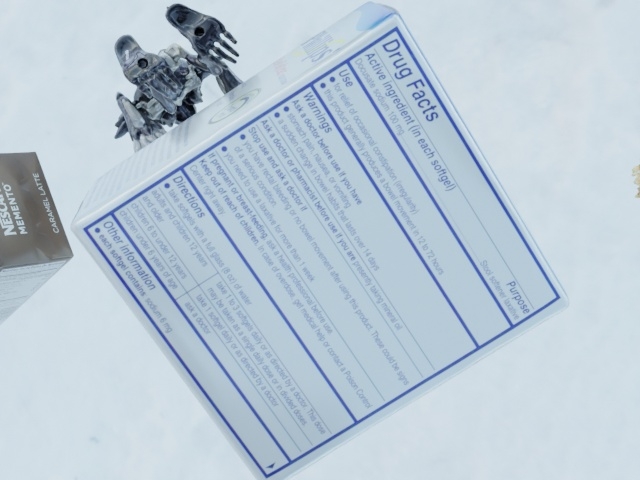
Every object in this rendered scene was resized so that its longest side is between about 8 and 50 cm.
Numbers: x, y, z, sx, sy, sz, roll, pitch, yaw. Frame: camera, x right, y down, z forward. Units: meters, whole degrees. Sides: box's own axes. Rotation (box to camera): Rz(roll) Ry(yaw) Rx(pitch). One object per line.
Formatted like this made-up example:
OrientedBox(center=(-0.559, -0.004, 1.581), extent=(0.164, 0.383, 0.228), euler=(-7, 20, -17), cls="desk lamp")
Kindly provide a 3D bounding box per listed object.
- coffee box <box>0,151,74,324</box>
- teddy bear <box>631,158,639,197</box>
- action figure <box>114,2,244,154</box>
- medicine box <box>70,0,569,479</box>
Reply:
OrientedBox(center=(-0.404, 0.018, 1.351), extent=(0.098, 0.246, 0.141), euler=(-9, 68, -47), cls="coffee box")
OrientedBox(center=(0.298, 0.002, 0.605), extent=(0.245, 0.338, 0.113), euler=(27, 100, 0), cls="teddy bear")
OrientedBox(center=(-0.152, -0.153, 1.286), extent=(0.164, 0.276, 0.141), euler=(-34, 85, -8), cls="action figure")
OrientedBox(center=(0.000, 0.000, 0.927), extent=(0.289, 0.149, 0.263), euler=(-32, 106, 4), cls="medicine box")
